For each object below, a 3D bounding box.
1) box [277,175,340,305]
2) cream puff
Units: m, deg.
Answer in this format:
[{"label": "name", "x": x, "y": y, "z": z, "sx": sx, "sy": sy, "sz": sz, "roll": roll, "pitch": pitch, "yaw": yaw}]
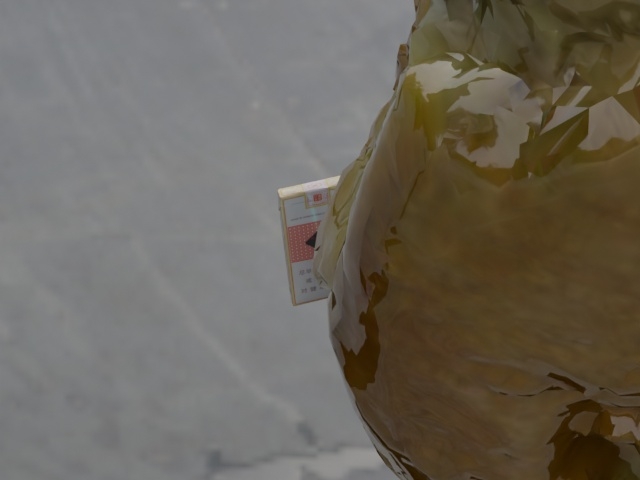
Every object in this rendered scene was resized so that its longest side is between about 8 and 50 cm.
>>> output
[{"label": "box", "x": 0.000, "y": 0.000, "z": 1.207, "sx": 0.046, "sy": 0.083, "sz": 0.012, "roll": -12, "pitch": 36, "yaw": -8}, {"label": "cream puff", "x": 0.154, "y": -0.028, "z": 0.484, "sx": 0.327, "sy": 0.343, "sz": 0.231, "roll": 0, "pitch": 51, "yaw": 33}]
